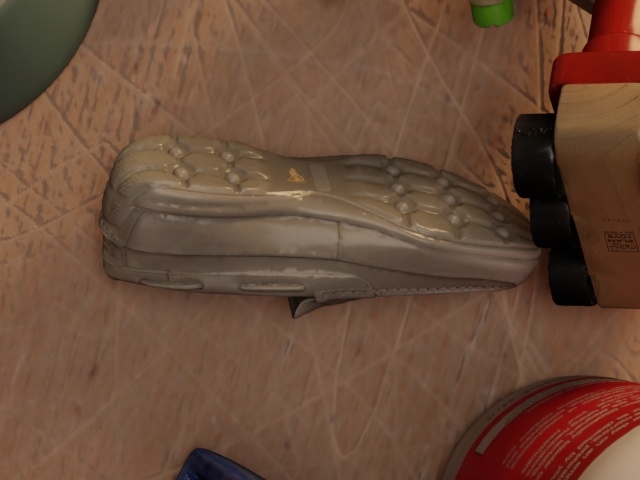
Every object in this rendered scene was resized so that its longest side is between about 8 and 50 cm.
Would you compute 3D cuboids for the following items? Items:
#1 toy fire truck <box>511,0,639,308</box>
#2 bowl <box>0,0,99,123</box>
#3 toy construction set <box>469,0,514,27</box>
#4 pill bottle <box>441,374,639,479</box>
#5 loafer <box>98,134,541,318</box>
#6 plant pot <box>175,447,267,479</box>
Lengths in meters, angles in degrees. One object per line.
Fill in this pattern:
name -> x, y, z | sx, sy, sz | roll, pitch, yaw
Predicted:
toy fire truck -> 0.208, -0.097, 1.167 | 0.158, 0.217, 0.246 | 1, 57, 21
bowl -> -0.294, -0.220, 1.082 | 0.311, 0.163, 0.312 | 0, 89, -11
toy construction set -> 0.160, -0.276, 1.153 | 0.328, 0.215, 0.151 | -47, 133, -16
pill bottle -> 0.226, 0.211, 1.038 | 0.229, 0.407, 0.229 | 0, 89, -10
loafer -> 0.000, 0.000, 1.167 | 0.319, 0.112, 0.111 | 8, 123, -10
plant pot -> -0.028, 0.299, 1.088 | 0.212, 0.236, 0.236 | 29, 84, -14
